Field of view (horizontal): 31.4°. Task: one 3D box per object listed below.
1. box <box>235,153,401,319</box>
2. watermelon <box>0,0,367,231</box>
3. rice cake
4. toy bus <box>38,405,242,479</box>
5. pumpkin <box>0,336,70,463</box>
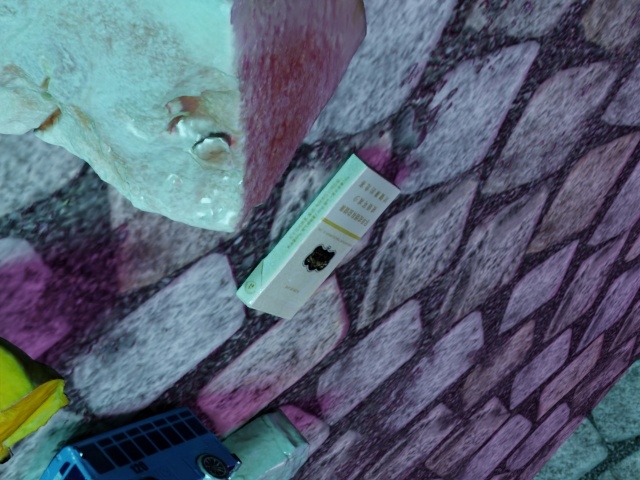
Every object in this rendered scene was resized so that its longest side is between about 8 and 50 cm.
[{"bbox_3d":[0.000,0.000,1.055,0.167,0.024,0.090,-49,154,7],"label":"box"},{"bbox_3d":[-0.097,-0.138,0.614,0.231,0.193,0.310,-69,165,3],"label":"watermelon"},{"bbox_3d":[-0.103,0.260,1.225,0.206,0.069,0.063,-33,151,-28],"label":"rice cake"},{"bbox_3d":[-0.168,0.221,1.026,0.090,0.106,0.185,-53,159,22],"label":"toy bus"},{"bbox_3d":[-0.308,0.142,0.734,0.278,0.111,0.163,-35,168,-26],"label":"pumpkin"}]
